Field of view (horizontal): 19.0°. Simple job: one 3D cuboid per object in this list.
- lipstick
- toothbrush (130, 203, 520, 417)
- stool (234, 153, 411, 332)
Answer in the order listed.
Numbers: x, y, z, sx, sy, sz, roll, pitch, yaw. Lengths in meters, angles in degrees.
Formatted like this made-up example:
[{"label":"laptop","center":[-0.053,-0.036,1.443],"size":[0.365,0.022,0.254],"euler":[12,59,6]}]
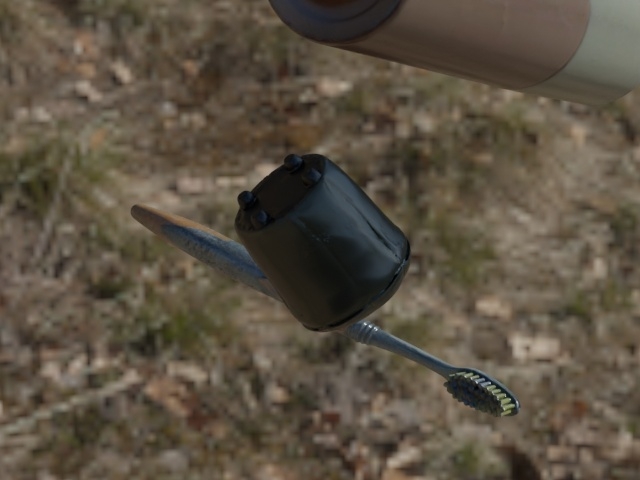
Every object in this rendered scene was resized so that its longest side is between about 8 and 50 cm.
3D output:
[{"label":"lipstick","center":[0.069,-0.102,0.808],"size":[0.070,0.070,0.254],"euler":[12,4,30]},{"label":"toothbrush","center":[-0.003,0.053,1.549],"size":[0.375,0.028,0.037],"euler":[28,16,22]},{"label":"stool","center":[0.000,0.000,1.295],"size":[0.096,0.110,0.096],"euler":[-31,27,18]}]
